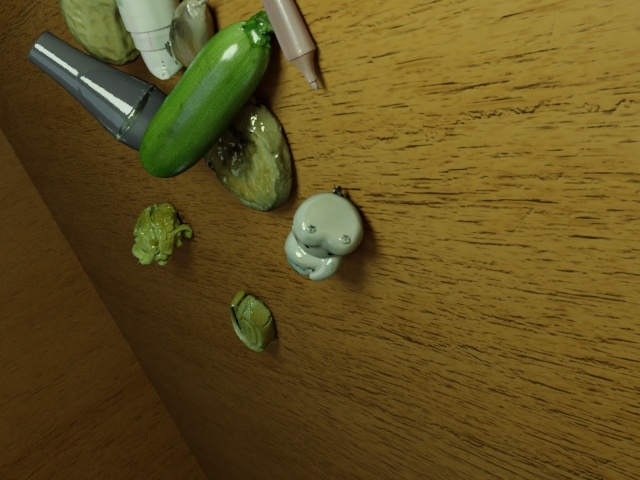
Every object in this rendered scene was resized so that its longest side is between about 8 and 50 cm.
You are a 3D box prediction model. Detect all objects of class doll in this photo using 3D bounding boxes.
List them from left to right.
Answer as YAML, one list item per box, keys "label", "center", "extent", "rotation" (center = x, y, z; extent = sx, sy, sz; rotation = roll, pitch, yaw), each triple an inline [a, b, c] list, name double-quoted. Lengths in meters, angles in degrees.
- label: "doll"
  center: [0.001, -0.001, 1.160]
  extent: [0.110, 0.107, 0.180]
  rotation: [18, 145, -5]

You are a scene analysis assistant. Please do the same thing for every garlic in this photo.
- label: "garlic"
  center: [-0.202, -0.342, 1.165]
  extent: [0.084, 0.066, 0.152]
  rotation: [20, 134, 13]

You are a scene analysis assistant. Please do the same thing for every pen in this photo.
- label: "pen"
  center: [-0.045, -0.297, 0.985]
  extent: [0.053, 0.032, 0.197]
  rotation: [1, 119, 58]

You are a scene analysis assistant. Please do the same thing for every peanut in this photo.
- label: "peanut"
  center: [-0.388, -0.438, 1.271]
  extent: [0.152, 0.152, 0.313]
  rotation: [40, 149, 28]

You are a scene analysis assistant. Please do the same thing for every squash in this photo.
- label: "squash"
  center: [-0.186, -0.210, 1.133]
  extent: [0.107, 0.107, 0.395]
  rotation: [54, 131, 4]

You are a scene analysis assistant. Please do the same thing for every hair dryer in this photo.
- label: "hair dryer"
  center: [-0.390, -0.271, 1.410]
  extent: [0.301, 0.121, 0.361]
  rotation: [35, 180, -10]

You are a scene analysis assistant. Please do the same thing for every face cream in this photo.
- label: "face cream"
  center: [-0.293, -0.435, 1.162]
  extent: [0.102, 0.102, 0.345]
  rotation: [29, 143, 42]

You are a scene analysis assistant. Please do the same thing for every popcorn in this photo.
- label: "popcorn"
  center: [-0.399, -0.022, 1.778]
  extent: [0.135, 0.162, 0.141]
  rotation: [40, -145, -50]

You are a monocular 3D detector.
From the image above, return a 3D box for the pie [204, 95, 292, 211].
- label: "pie"
  center: [-0.146, -0.172, 1.267]
  extent: [0.274, 0.055, 0.274]
  rotation: [39, 149, 29]

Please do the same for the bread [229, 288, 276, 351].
- label: "bread"
  center: [-0.158, 0.187, 1.689]
  extent: [0.117, 0.064, 0.156]
  rotation: [35, 146, 27]
